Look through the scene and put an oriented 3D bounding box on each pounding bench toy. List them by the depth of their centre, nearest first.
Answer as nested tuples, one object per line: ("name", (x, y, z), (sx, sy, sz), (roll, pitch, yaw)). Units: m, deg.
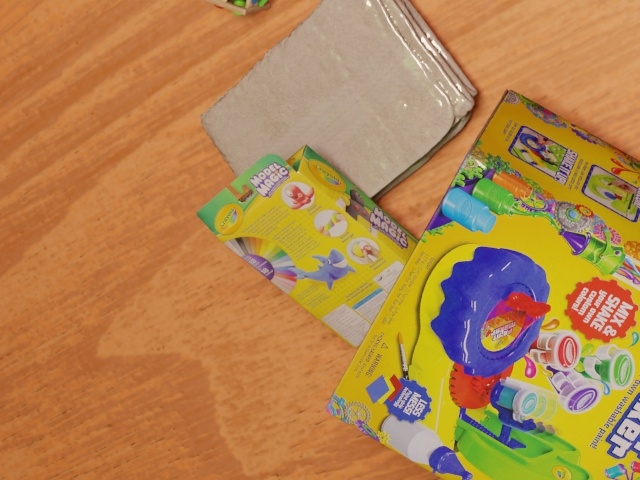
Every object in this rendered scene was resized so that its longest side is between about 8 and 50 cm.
("pounding bench toy", (-0.066, -0.254, 1.467), (0.083, 0.052, 0.065), (24, 117, 23))

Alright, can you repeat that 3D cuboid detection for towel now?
("towel", (0.014, -0.126, 1.465), (0.282, 0.049, 0.187), (-38, 84, 36))

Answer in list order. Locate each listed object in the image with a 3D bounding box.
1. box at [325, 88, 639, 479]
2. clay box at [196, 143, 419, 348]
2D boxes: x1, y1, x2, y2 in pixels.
("box", (0.204, 0.074, 1.305), (0.279, 0.177, 0.290), (29, 120, 4))
("clay box", (0.000, 0.000, 1.457), (0.222, 0.053, 0.127), (41, 126, -18))
